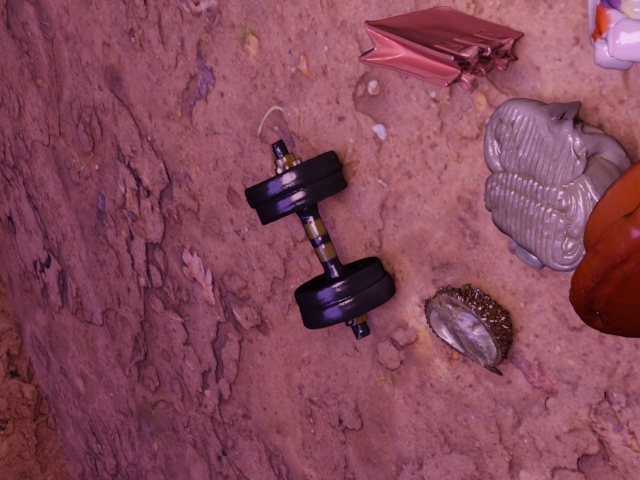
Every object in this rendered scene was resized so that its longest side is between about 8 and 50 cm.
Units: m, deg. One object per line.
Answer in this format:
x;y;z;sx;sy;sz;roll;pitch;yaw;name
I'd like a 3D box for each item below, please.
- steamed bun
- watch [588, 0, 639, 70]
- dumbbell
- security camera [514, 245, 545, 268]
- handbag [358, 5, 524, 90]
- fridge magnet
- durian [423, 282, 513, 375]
0.330;-0.086;0.898;0.218;0.144;0.211;-140;45;-55;steamed bun
0.379;-0.266;0.618;0.232;0.196;0.244;4;143;15;watch
0.000;0.000;1.197;0.185;0.185;0.388;-19;97;45;dumbbell
0.329;0.010;0.978;0.058;0.092;0.058;19;121;35;security camera
0.167;-0.262;0.896;0.157;0.212;0.059;28;127;28;handbag
0.445;-0.008;0.723;0.363;0.364;0.155;-56;39;42;fridge magnet
0.264;0.142;1.106;0.148;0.091;0.188;-22;99;57;durian
